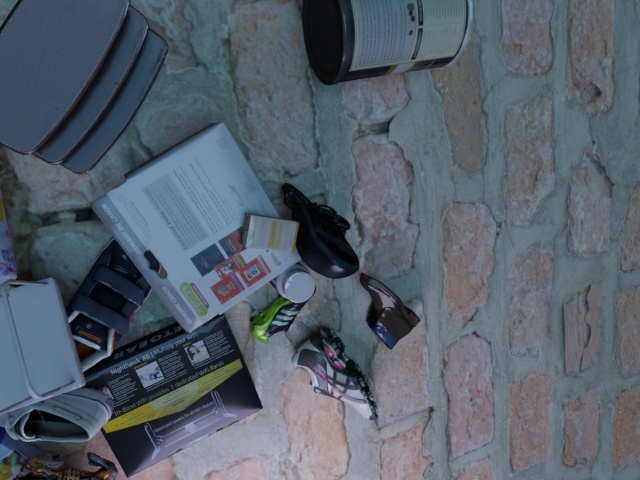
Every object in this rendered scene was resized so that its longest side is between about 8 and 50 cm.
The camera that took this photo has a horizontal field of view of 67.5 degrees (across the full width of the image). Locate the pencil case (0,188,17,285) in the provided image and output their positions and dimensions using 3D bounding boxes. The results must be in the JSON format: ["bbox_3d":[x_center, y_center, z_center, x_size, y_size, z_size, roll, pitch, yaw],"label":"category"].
[{"bbox_3d":[-0.575,-0.048,0.761,0.124,0.113,0.274,-16,86,0],"label":"pencil case"}]

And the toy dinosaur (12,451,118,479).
[{"bbox_3d":[-0.450,0.542,0.916,0.321,0.164,0.218,38,66,-5],"label":"toy dinosaur"}]

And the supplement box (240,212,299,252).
[{"bbox_3d":[-0.095,-0.013,0.899,0.098,0.036,0.062,9,96,-26],"label":"supplement box"}]

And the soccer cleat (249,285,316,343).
[{"bbox_3d":[-0.078,0.161,1.081,0.178,0.060,0.072,-37,122,-3],"label":"soccer cleat"}]

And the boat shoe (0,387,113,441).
[{"bbox_3d":[-0.523,0.321,0.874,0.267,0.088,0.096,7,112,3],"label":"boat shoe"}]

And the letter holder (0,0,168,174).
[{"bbox_3d":[-0.406,-0.274,0.799,0.214,0.152,0.302,33,89,-26],"label":"letter holder"}]

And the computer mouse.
[{"bbox_3d":[0.000,0.000,0.970,0.188,0.272,0.072,31,109,-26],"label":"computer mouse"}]

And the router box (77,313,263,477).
[{"bbox_3d":[-0.307,0.310,1.007,0.308,0.081,0.243,-23,109,-15],"label":"router box"}]

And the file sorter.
[{"bbox_3d":[-0.547,0.186,0.720,0.277,0.173,0.193,-18,86,-9],"label":"file sorter"}]

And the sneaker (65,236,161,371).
[{"bbox_3d":[-0.405,0.125,0.905,0.126,0.127,0.321,33,87,-23],"label":"sneaker"}]

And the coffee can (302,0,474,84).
[{"bbox_3d":[0.127,-0.429,0.943,0.275,0.201,0.202,-14,107,-18],"label":"coffee can"}]

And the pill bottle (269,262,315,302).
[{"bbox_3d":[-0.065,0.080,1.019,0.078,0.137,0.078,-5,104,-20],"label":"pill bottle"}]

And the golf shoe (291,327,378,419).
[{"bbox_3d":[0.042,0.336,1.154,0.120,0.105,0.273,-32,106,5],"label":"golf shoe"}]

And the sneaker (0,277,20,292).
[{"bbox_3d":[-0.638,0.103,0.839,0.208,0.081,0.094,-7,113,-14],"label":"sneaker"}]

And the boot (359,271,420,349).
[{"bbox_3d":[0.147,0.173,1.154,0.219,0.082,0.106,43,82,-26],"label":"boot"}]

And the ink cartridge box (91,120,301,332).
[{"bbox_3d":[-0.233,-0.027,0.931,0.271,0.130,0.310,-34,111,-13],"label":"ink cartridge box"}]

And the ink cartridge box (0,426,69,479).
[{"bbox_3d":[-0.631,0.482,0.932,0.186,0.065,0.311,-44,112,-8],"label":"ink cartridge box"}]
